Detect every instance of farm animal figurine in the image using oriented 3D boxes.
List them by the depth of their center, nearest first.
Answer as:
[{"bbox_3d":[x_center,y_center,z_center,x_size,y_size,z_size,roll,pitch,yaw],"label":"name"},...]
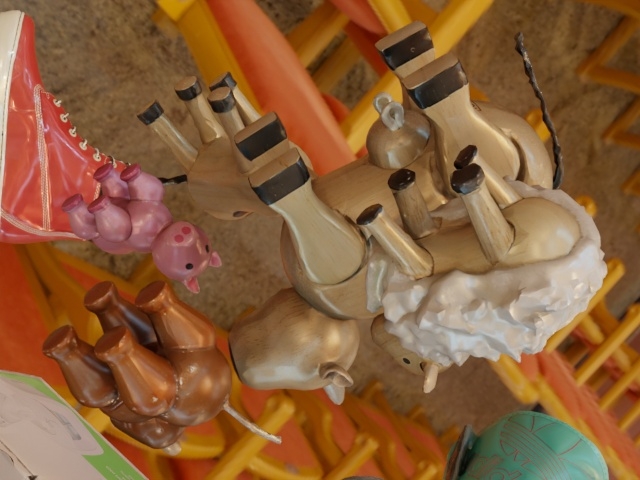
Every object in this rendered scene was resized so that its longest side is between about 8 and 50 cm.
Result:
[{"bbox_3d":[0.000,0.000,0.551,0.327,0.330,0.172,-23,121,20],"label":"farm animal figurine"}]

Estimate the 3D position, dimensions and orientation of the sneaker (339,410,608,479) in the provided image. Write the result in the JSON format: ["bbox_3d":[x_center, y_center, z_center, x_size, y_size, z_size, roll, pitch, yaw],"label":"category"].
[{"bbox_3d":[0.094,0.167,0.517,0.178,0.124,0.295,-52,144,-23],"label":"sneaker"}]

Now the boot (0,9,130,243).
[{"bbox_3d":[-0.267,-0.115,0.934,0.176,0.244,0.088,2,173,-20],"label":"boot"}]

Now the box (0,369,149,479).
[{"bbox_3d":[-0.242,0.259,0.674,0.127,0.262,0.231,25,94,-56],"label":"box"}]
